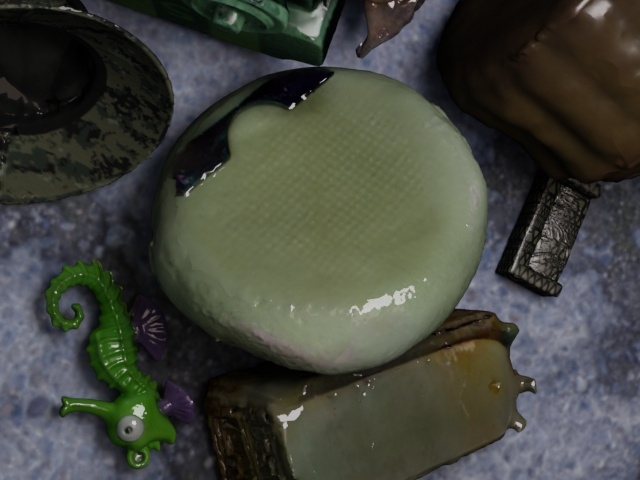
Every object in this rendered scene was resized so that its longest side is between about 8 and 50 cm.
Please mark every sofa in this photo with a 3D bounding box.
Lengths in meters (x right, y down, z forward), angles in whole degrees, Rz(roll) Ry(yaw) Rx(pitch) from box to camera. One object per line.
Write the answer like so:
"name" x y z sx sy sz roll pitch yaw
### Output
"sofa" 0.217 -0.010 1.824 0.060 0.039 0.118 27 81 -17

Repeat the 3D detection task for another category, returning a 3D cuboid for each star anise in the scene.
"star anise" 0.080 -0.250 1.715 0.063 0.208 0.172 19 121 5

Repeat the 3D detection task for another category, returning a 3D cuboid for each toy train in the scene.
"toy train" -0.101 -0.251 1.603 0.299 0.238 0.167 20 83 4

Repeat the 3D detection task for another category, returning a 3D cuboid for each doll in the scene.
"doll" -0.181 0.107 1.679 0.115 0.050 0.190 -19 93 -25

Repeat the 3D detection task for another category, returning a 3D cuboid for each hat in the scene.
"hat" -0.255 -0.153 1.609 0.265 0.265 0.128 10 53 -19

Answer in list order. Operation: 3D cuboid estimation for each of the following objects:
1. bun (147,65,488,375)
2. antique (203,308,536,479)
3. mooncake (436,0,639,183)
"bun" 0.000 0.000 1.674 0.293 0.187 0.293 0 62 0
"antique" 0.055 0.148 1.725 0.284 0.150 0.125 -18 99 -27
"mooncake" 0.267 -0.203 1.705 0.187 0.324 0.324 41 77 -19
